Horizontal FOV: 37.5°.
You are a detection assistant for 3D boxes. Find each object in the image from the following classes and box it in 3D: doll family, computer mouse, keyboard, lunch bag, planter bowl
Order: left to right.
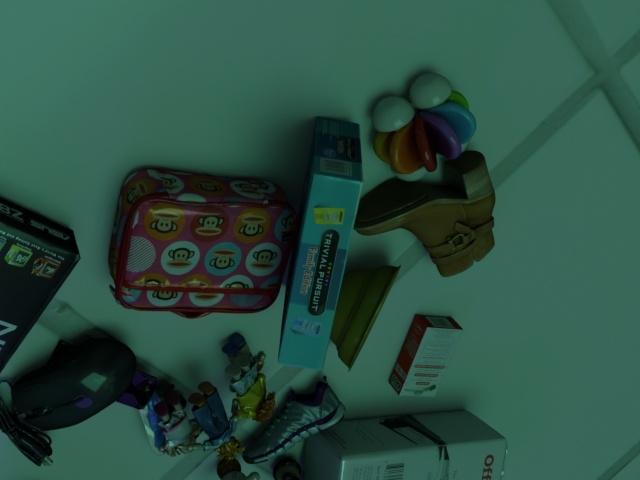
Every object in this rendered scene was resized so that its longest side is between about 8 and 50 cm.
[{"bbox_3d":[-0.431,0.269,1.593,0.272,0.072,0.188,-32,117,4],"label":"computer mouse"},{"bbox_3d":[-0.373,0.221,1.645,0.192,0.038,0.100,26,107,-23],"label":"keyboard"},{"bbox_3d":[-0.201,0.021,1.562,0.293,0.120,0.258,3,121,-25],"label":"lunch bag"},{"bbox_3d":[-0.168,0.309,1.703,0.263,0.118,0.163,-40,134,-24],"label":"doll family"},{"bbox_3d":[0.061,0.123,1.726,0.090,0.217,0.217,25,110,6],"label":"planter bowl"}]

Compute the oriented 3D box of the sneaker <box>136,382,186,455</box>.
[{"bbox_3d":[-0.282,0.327,1.735,0.084,0.058,0.152,-15,118,-6],"label":"sneaker"}]

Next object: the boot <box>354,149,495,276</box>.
[{"bbox_3d":[0.198,-0.022,1.738,0.283,0.109,0.220,-29,131,-16],"label":"boot"}]

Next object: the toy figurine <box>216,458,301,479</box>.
[{"bbox_3d":[-0.138,0.537,1.882,0.209,0.148,0.213,12,115,-24],"label":"toy figurine"}]

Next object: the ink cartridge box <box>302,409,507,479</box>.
[{"bbox_3d":[0.167,0.524,1.959,0.394,0.166,0.286,0,105,-26],"label":"ink cartridge box"}]

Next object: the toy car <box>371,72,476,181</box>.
[{"bbox_3d":[0.185,-0.180,1.602,0.182,0.136,0.159,-32,126,-5],"label":"toy car"}]

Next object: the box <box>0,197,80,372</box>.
[{"bbox_3d":[-0.610,0.047,1.393,0.395,0.097,0.318,29,106,-35],"label":"box"}]

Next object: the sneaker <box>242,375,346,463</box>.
[{"bbox_3d":[-0.066,0.351,1.857,0.223,0.083,0.098,-28,97,-3],"label":"sneaker"}]

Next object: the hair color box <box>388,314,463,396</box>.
[{"bbox_3d":[0.213,0.235,1.915,0.093,0.053,0.167,7,114,-29],"label":"hair color box"}]

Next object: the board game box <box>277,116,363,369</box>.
[{"bbox_3d":[0.000,0.000,1.545,0.079,0.254,0.336,9,117,-3],"label":"board game box"}]
